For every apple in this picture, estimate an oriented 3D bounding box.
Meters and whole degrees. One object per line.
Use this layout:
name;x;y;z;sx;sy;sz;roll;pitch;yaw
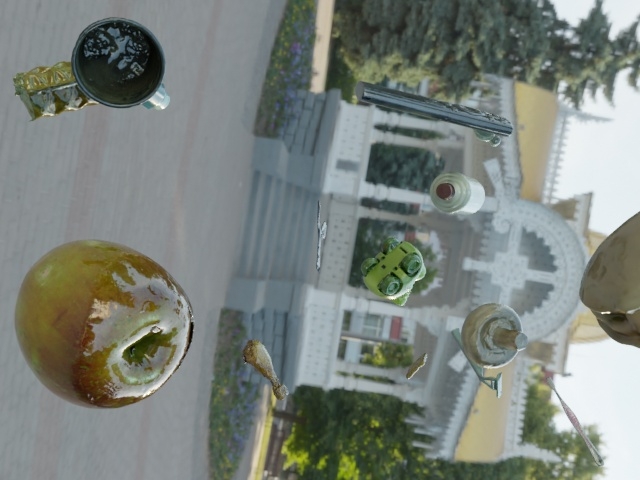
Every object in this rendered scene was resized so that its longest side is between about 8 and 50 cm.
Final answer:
apple;-0.486;0.181;1.509;0.384;0.374;0.374;58;36;-54

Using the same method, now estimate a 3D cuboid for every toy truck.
toy truck;0.245;0.100;2.094;0.187;0.210;0.148;-55;-135;7

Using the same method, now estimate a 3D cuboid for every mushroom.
mushroom;0.549;0.299;2.081;0.215;0.207;0.207;-174;-87;-66

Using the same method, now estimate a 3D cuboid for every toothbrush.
toothbrush;0.535;0.381;1.430;0.022;0.017;0.204;27;32;-57

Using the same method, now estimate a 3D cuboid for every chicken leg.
chicken leg;-0.199;0.472;2.475;0.087;0.251;0.107;-42;169;25

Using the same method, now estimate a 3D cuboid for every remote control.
remote control;0.270;-0.314;1.611;0.107;0.377;0.044;-99;-157;-61

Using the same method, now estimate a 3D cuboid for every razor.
razor;0.531;0.412;2.335;0.278;0.056;0.111;54;-14;43

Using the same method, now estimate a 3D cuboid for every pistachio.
pistachio;0.737;0.050;1.325;0.281;0.445;0.365;59;5;-18

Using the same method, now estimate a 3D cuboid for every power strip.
power strip;0.425;-0.273;1.740;0.055;0.083;0.035;-45;174;-18

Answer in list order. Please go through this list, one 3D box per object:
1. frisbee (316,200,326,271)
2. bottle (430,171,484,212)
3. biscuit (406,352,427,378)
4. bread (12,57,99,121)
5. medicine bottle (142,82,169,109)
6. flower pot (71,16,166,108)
frisbee;0.000;0.000;1.957;0.211;0.012;0.187;70;23;-73
bottle;0.342;-0.118;1.709;0.245;0.104;0.104;-2;102;-66
biscuit;0.305;0.398;2.145;0.081;0.018;0.083;-48;176;17
bread;-0.498;-0.333;1.421;0.098;0.269;0.087;60;-32;7
medicine bottle;-0.519;-0.431;1.870;0.258;0.124;0.079;28;49;-69
flower pot;-0.359;-0.325;1.203;0.107;0.157;0.157;-121;-145;-57
